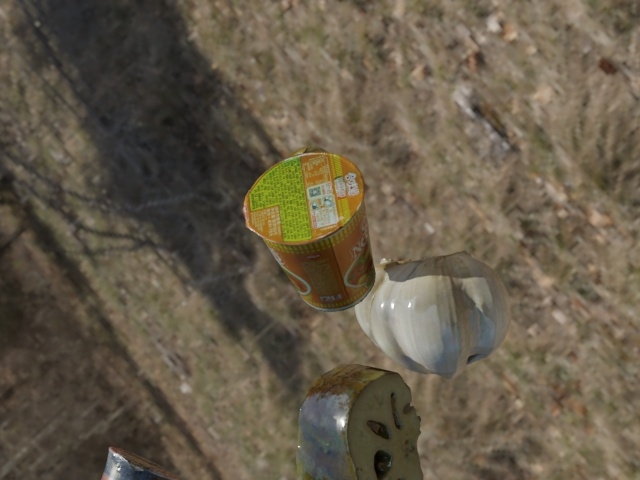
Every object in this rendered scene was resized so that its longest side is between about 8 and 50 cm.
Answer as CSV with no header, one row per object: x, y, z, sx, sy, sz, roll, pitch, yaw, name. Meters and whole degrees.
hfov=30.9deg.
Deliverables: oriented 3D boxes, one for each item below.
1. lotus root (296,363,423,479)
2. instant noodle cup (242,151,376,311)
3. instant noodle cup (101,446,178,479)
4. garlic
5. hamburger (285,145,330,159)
0.052,0.284,1.574,0.119,0.138,0.235,-13,80,53,lotus root
0.000,0.000,1.585,0.168,0.168,0.185,46,165,41,instant noodle cup
-0.313,0.421,1.876,0.127,0.136,0.127,24,173,3,instant noodle cup
0.172,0.129,1.856,0.184,0.281,0.203,-25,-75,-61,garlic
-0.031,-0.066,1.804,0.185,0.159,0.131,-19,-111,-51,hamburger
